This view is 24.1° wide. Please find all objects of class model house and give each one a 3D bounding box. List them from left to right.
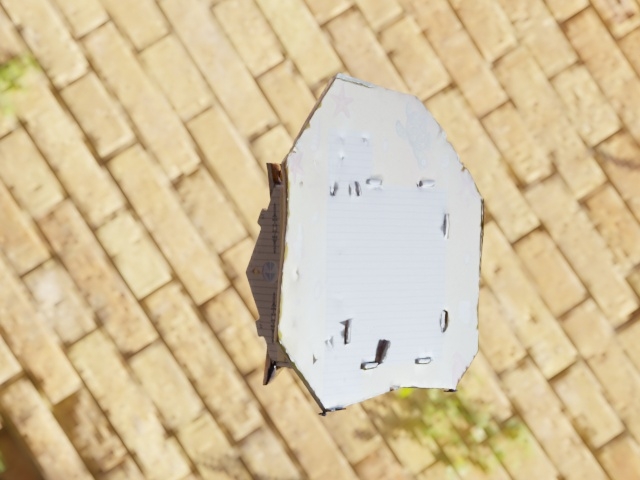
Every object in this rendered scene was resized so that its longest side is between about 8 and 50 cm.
[{"bbox_3d":[0.000,0.000,1.040,0.136,0.207,0.219,1,-87,45],"label":"model house"}]
